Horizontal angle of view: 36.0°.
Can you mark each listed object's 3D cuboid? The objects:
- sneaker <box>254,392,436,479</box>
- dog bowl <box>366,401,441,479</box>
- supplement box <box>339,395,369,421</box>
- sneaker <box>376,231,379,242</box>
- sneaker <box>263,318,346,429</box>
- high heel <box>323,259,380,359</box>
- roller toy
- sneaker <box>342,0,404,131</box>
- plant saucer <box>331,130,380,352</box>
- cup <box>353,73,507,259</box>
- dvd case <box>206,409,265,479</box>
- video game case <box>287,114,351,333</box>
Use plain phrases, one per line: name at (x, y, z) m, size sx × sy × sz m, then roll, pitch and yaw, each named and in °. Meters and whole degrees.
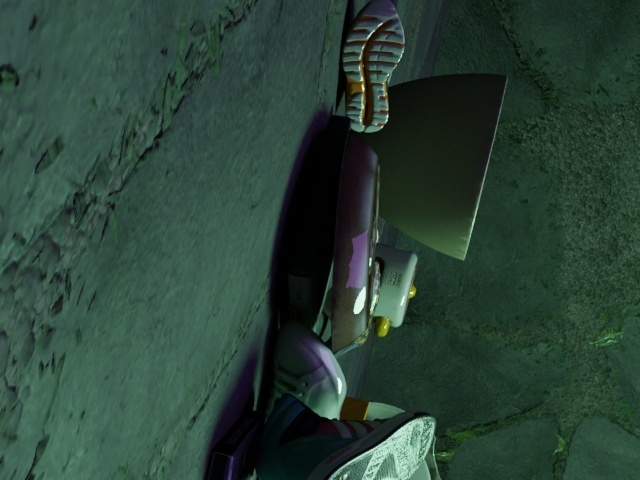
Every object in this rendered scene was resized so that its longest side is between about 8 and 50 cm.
sneaker at (0.016, 0.271, 1.325) m, size 0.295 × 0.178 × 0.124 m, roll -8°, pitch 115°, yaw -53°
dog bowl at (0.116, 0.540, 2.184) m, size 0.102 × 0.348 × 0.349 m, roll 114°, pitch -4°, yaw -55°
supplement box at (-0.004, 0.411, 1.803) m, size 0.191 × 0.129 × 0.194 m, roll -64°, pitch 165°, yaw -59°
sneaker at (0.074, 0.022, 1.952) m, size 0.067 × 0.064 × 0.175 m, roll -53°, pitch 155°, yaw -53°
sneaker at (-0.035, 0.247, 1.405) m, size 0.123 × 0.106 × 0.290 m, roll -40°, pitch 138°, yaw -36°
high heel at (0.078, 0.114, 1.881) m, size 0.186 × 0.093 × 0.261 m, roll -33°, pitch 154°, yaw -55°
roller toy at (0.159, 0.110, 2.390) m, size 0.209 × 0.146 × 0.191 m, roll -63°, pitch 164°, yaw -58°
sneaker at (0.069, -0.258, 1.409) m, size 0.215 × 0.084 × 0.083 m, roll 100°, pitch -6°, yaw -47°
plant saucer at (0.052, 0.003, 1.381) m, size 0.310 × 0.050 × 0.311 m, roll 4°, pitch 90°, yaw -84°
cup at (0.178, -0.152, 1.745) m, size 0.331 × 0.237 × 0.331 m, roll 13°, pitch 90°, yaw -82°
dvd case at (-0.121, 0.348, 1.226) m, size 0.179 × 0.029 × 0.239 m, roll -34°, pitch 137°, yaw -79°
video game case at (0.000, 0.000, 1.440) m, size 0.248 × 0.035 × 0.275 m, roll 91°, pitch 12°, yaw -56°
